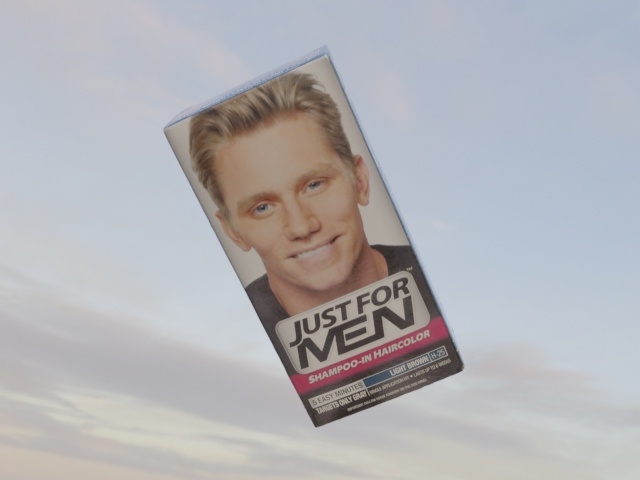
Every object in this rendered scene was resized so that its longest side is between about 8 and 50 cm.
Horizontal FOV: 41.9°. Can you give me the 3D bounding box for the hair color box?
[{"bbox_3d":[0.000,0.000,0.849,0.174,0.347,0.105,-24,16,8],"label":"hair color box"}]
